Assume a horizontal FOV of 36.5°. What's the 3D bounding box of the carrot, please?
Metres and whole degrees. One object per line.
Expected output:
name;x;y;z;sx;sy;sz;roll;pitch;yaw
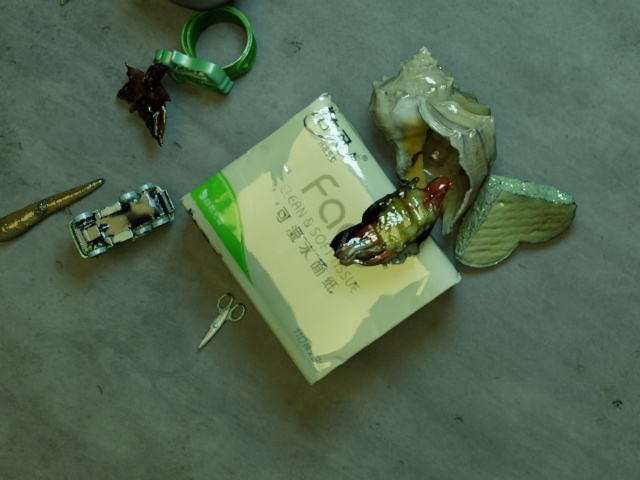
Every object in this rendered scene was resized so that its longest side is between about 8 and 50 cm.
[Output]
carrot;-0.530;-0.062;1.876;0.254;0.049;0.049;-26;88;5

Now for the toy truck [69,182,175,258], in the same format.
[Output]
toy truck;-0.362;-0.037;1.812;0.191;0.116;0.085;-26;88;0

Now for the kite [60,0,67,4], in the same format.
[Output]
kite;-0.458;-0.573;1.855;0.183;0.014;0.241;0;92;12

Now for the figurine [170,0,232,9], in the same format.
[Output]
figurine;-0.142;-0.509;1.694;0.380;0.248;0.203;-8;111;-10

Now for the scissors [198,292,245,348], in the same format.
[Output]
scissors;-0.195;0.158;1.843;0.058;0.014;0.119;41;95;10

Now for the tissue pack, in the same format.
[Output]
tissue pack;0.000;0.000;1.708;0.332;0.205;0.405;-36;88;4

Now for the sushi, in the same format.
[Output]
sushi;0.126;-0.020;1.555;0.226;0.103;0.097;-37;61;-2

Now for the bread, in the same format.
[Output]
bread;0.325;-0.045;1.699;0.232;0.064;0.172;-26;129;14

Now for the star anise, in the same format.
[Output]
star anise;-0.313;-0.254;1.787;0.053;0.212;0.157;-26;111;-33

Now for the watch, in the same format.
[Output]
watch;-0.206;-0.358;1.772;0.165;0.131;0.152;22;85;8

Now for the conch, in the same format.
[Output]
conch;0.214;-0.171;1.664;0.186;0.263;0.324;-27;119;-3
